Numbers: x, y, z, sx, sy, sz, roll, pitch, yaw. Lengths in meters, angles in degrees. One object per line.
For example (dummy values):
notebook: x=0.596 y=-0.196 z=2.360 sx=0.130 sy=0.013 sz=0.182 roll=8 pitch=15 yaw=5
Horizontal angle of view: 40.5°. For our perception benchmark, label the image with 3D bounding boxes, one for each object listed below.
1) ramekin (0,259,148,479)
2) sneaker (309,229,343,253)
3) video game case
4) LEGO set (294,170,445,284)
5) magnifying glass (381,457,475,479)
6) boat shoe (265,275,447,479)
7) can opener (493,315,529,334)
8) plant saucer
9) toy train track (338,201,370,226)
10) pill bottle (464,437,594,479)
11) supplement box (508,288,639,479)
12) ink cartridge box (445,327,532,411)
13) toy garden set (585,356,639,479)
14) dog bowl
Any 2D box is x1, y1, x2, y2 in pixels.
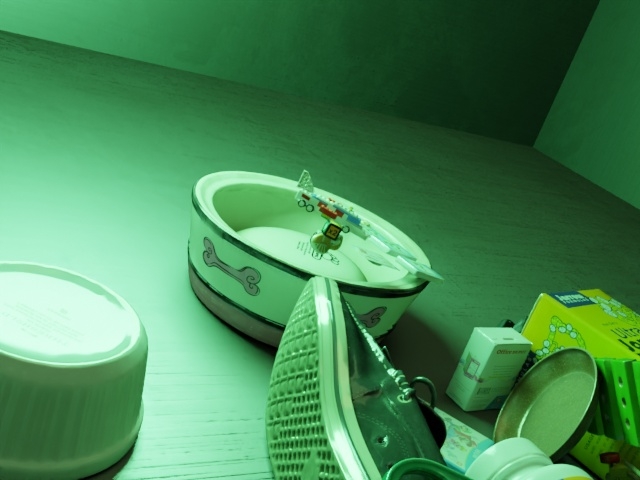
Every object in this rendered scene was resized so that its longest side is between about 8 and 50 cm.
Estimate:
ramekin: x=-0.311 y=0.126 z=0.938 sx=0.272 sy=0.127 sz=0.273 roll=19 pitch=19 yaw=-7
sneaker: x=0.000 y=0.000 z=1.289 sx=0.037 sy=0.032 sz=0.083 roll=24 pitch=9 yaw=25
video game case: x=0.151 y=0.264 z=1.211 sx=0.166 sy=0.015 sz=0.119 roll=29 pitch=21 yaw=20
LEGO set: x=0.068 y=-0.018 z=1.305 sx=0.244 sy=0.060 sz=0.182 roll=19 pitch=15 yaw=-46
magnifying glass: x=0.157 y=0.253 z=0.826 sx=0.230 sy=0.026 sz=0.092 roll=12 pitch=36 yaw=-28
boat shoe: x=0.046 y=0.224 z=0.975 sx=0.155 sy=0.187 sz=0.500 roll=15 pitch=27 yaw=-21
can opener: x=0.321 y=0.183 z=1.532 sx=0.059 sy=0.073 sz=0.186 roll=35 pitch=32 yaw=14
plant saucer: x=0.318 y=0.239 z=1.200 sx=0.036 sy=0.199 sz=0.199 roll=37 pitch=17 yaw=-12
toy train track: x=0.054 y=-0.048 z=1.488 sx=0.083 sy=0.014 sz=0.048 roll=36 pitch=24 yaw=34
pill bottle: x=0.270 y=0.340 z=0.930 sx=0.152 sy=0.152 sz=0.272 roll=8 pitch=24 yaw=-32
supplement box: x=0.481 y=0.247 z=1.321 sx=0.194 sy=0.195 sz=0.356 roll=0 pitch=28 yaw=-45
ink cartridge box: x=0.259 y=0.196 z=1.334 sx=0.088 sy=0.123 sz=0.052 roll=5 pitch=25 yaw=-38
toy garden set: x=0.414 y=0.254 z=1.134 sx=0.049 sy=0.204 sz=0.244 roll=-8 pitch=-5 yaw=-4
dog bowl: x=-0.033 y=0.039 z=1.415 sx=0.407 sy=0.150 sz=0.408 roll=19 pitch=19 yaw=-7
